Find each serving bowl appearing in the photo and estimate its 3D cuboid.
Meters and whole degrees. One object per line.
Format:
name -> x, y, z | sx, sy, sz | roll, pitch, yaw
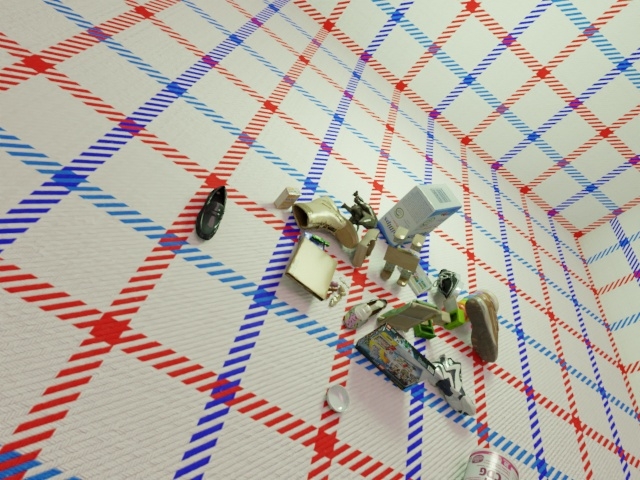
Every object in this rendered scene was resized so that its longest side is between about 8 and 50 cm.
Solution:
serving bowl -> 0.051, 0.487, 1.305 | 0.083, 0.027, 0.083 | 23, 45, -26

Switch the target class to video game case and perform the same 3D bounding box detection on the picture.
video game case -> 0.431, 0.161, 1.924 | 0.143, 0.019, 0.157 | -19, 71, -47

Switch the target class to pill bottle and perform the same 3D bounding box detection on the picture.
pill bottle -> 0.517, 0.816, 1.331 | 0.160, 0.160, 0.283 | 48, 39, 2

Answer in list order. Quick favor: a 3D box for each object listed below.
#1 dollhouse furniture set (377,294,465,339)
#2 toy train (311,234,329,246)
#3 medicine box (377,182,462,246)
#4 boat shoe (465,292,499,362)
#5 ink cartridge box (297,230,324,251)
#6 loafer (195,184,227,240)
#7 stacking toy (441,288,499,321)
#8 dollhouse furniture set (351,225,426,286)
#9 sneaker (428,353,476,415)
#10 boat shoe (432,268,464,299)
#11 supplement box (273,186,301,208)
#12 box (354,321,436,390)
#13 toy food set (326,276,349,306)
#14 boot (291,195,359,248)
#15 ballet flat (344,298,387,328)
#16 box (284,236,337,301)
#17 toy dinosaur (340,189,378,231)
dollhouse furniture set -> 0.379, 0.258, 1.655 | 0.302, 0.197, 0.151 | 19, 48, -30
toy train -> 0.000, 0.000, 1.611 | 0.083, 0.017, 0.023 | 29, 32, -23
medicine box -> 0.454, -0.118, 1.966 | 0.264, 0.289, 0.149 | -11, 63, -46
boat shoe -> 0.719, 0.374, 1.828 | 0.117, 0.123, 0.324 | -25, 110, -31
ink cartridge box -> -0.037, 0.070, 1.568 | 0.097, 0.046, 0.207 | 26, 43, -24
loafer -> -0.356, -0.097, 1.403 | 0.076, 0.078, 0.223 | 26, 43, -22
stacking toy -> 0.661, 0.310, 1.919 | 0.331, 0.141, 0.141 | -5, 61, -39
dollhouse furniture set -> 0.275, 0.065, 1.727 | 0.242, 0.212, 0.161 | 24, 35, 14
sneaker -> 0.518, 0.535, 1.622 | 0.235, 0.094, 0.153 | 42, 47, 11
boat shoe -> 0.572, 0.191, 1.912 | 0.105, 0.113, 0.306 | 30, 22, 8
supplement box -> -0.128, -0.162, 1.643 | 0.062, 0.098, 0.036 | -3, 59, -42
box -> 0.254, 0.399, 1.455 | 0.233, 0.159, 0.044 | 43, 41, -4
toy food set -> 0.053, 0.188, 1.570 | 0.078, 0.019, 0.122 | 50, 47, 6
boot -> 0.019, -0.059, 1.687 | 0.204, 0.095, 0.261 | -17, 68, -48
ballet flat -> 0.174, 0.257, 1.569 | 0.222, 0.079, 0.076 | -17, 70, -47
box -> -0.027, 0.097, 1.498 | 0.164, 0.021, 0.201 | 38, 39, -13
toy dinosaur -> 0.177, -0.104, 1.712 | 0.160, 0.121, 0.313 | 42, -3, -17
